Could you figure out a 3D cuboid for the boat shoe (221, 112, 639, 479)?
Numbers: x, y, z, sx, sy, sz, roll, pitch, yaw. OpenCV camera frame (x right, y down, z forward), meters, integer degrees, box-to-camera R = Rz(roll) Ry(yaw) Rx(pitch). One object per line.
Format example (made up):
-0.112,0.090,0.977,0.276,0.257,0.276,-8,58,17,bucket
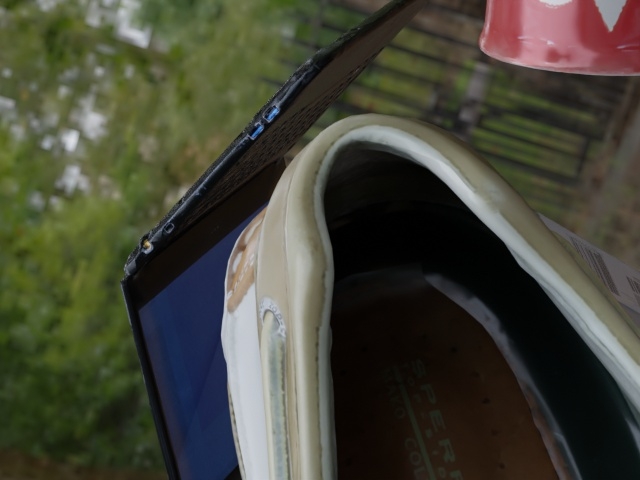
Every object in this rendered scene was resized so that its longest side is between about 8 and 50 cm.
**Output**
0.050,0.115,0.340,0.103,0.113,0.302,80,165,-65,boat shoe

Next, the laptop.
0.000,0.000,1.066,0.264,0.136,0.234,-45,0,28,laptop

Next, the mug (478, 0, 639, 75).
0.136,-0.158,0.721,0.113,0.150,0.169,-43,-46,-66,mug

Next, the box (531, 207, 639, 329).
0.137,0.089,0.767,0.038,0.145,0.186,-34,58,22,box
